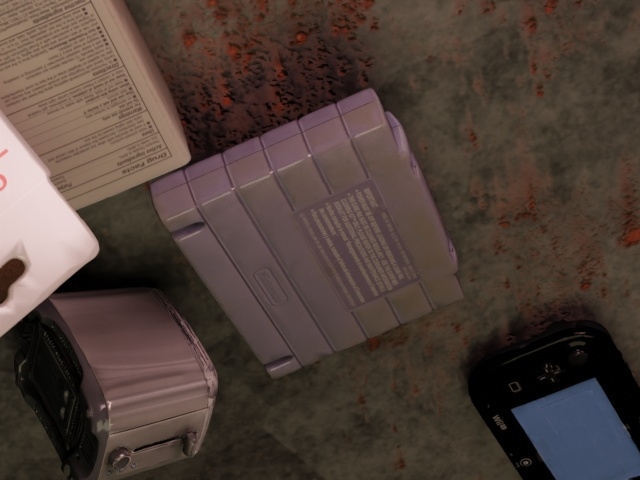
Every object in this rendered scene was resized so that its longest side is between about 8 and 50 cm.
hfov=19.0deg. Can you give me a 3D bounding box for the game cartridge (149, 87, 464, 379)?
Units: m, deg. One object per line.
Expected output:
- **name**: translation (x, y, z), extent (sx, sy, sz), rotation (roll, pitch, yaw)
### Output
- **game cartridge**: translation (0.000, 0.000, 1.820), extent (0.230, 0.068, 0.355), rotation (-27, 148, 1)

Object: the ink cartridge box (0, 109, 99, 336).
- **ink cartridge box**: translation (-0.370, -0.065, 1.556), extent (0.207, 0.119, 0.353), rotation (-41, 100, -22)

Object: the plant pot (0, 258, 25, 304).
- **plant pot**: translation (-0.368, 0.009, 1.717), extent (0.230, 0.215, 0.215), rotation (-14, 130, -19)

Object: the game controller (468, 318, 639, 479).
- **game controller**: translation (0.287, 0.212, 2.110), extent (0.166, 0.067, 0.319), rotation (-28, 128, 8)

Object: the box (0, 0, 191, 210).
- **box**: translation (-0.239, -0.183, 1.637), extent (0.148, 0.121, 0.311), rotation (-22, 129, 2)

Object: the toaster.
- **toaster**: translation (-0.200, 0.131, 1.848), extent (0.146, 0.227, 0.129), rotation (-7, 131, -31)
